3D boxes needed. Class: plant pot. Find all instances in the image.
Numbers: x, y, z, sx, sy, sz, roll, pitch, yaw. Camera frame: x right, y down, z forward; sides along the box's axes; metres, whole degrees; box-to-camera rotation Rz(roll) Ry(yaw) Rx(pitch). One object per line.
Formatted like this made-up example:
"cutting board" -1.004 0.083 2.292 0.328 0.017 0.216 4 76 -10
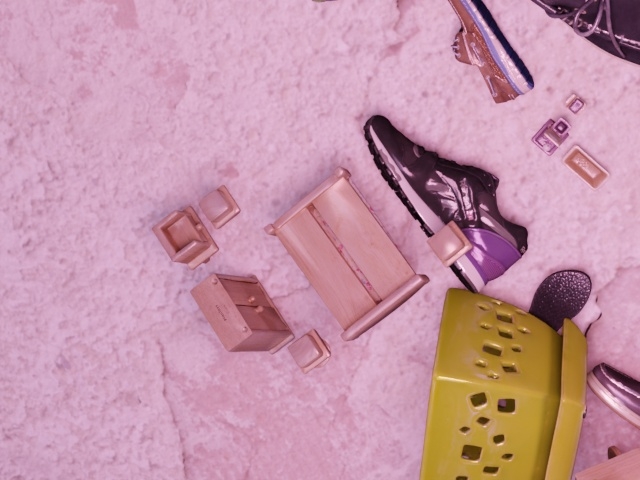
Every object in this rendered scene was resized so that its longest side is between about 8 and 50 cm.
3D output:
"plant pot" 0.252 0.224 1.925 0.207 0.228 0.227 9 121 7

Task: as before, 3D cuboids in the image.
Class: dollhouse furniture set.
"dollhouse furniture set" 0.349 -0.123 1.884 0.114 0.081 0.091 41 112 0
"dollhouse furniture set" 0.000 0.000 1.983 0.355 0.174 0.303 -37 76 12

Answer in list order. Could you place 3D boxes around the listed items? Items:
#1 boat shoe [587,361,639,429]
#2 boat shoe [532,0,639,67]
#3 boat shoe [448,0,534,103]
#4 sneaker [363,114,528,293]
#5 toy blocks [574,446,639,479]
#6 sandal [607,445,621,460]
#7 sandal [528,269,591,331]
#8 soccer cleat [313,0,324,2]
"boat shoe" 0.504 0.237 1.943 0.285 0.103 0.092 30 106 1
"boat shoe" 0.345 -0.349 1.781 0.500 0.156 0.187 31 110 3
"boat shoe" 0.211 -0.263 1.888 0.066 0.066 0.183 -32 96 22
"sneaker" 0.177 -0.074 1.953 0.124 0.107 0.283 -37 91 -2
"toy blocks" 0.485 0.373 1.844 0.261 0.191 0.381 -22 134 -4
"sandal" 0.482 0.382 2.012 0.079 0.088 0.240 -22 107 -4
"sandal" 0.323 0.102 1.986 0.067 0.040 0.179 35 126 9
"soccer cleat" -0.034 -0.454 1.886 0.121 0.093 0.289 -26 86 62
